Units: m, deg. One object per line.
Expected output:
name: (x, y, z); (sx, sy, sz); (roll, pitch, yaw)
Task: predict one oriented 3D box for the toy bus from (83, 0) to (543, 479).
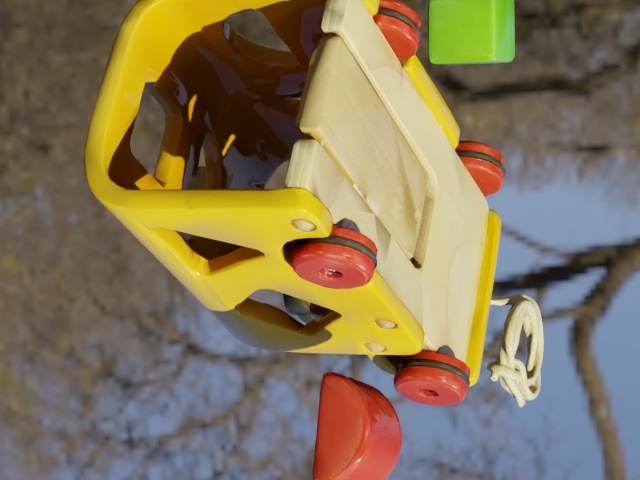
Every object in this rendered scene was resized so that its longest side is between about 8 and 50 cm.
toy bus: (-0.003, -0.010, 0.706); (0.104, 0.202, 0.191); (1, -162, 24)
